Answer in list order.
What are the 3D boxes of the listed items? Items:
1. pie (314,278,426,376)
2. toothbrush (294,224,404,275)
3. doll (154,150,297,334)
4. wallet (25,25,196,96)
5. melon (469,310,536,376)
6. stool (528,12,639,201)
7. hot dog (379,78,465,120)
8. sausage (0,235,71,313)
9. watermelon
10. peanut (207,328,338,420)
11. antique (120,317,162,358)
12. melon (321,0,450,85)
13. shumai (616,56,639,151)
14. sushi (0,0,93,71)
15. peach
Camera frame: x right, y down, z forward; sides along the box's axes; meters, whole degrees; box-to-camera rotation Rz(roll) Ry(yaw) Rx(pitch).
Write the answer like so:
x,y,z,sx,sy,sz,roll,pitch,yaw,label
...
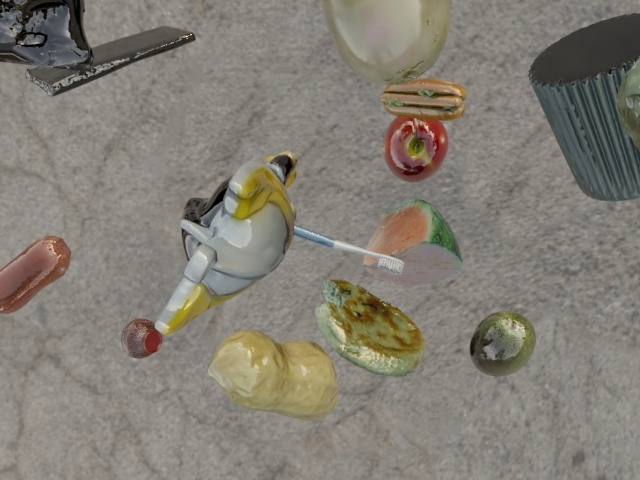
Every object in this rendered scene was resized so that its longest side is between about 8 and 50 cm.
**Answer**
x,y,z,sx,sy,sz,roll,pitch,yaw,label
0.117,0.206,1.481,0.302,0.302,0.067,43,118,24,pie
0.000,0.000,0.958,0.275,0.025,0.019,19,146,-6,toothbrush
-0.079,-0.016,0.629,0.145,0.316,0.103,-33,103,13,doll
-0.366,-0.325,1.105,0.146,0.285,0.030,27,138,46,wallet
0.305,0.178,1.061,0.099,0.099,0.162,49,157,21,melon
0.665,-0.290,1.411,0.297,0.297,0.330,-12,123,34,stool
0.250,-0.352,1.562,0.249,0.068,0.100,15,112,42,hot dog
-0.512,0.061,1.096,0.194,0.077,0.077,-34,75,18,sausage
0.255,-0.014,1.713,0.292,0.319,0.222,-23,63,38,watermelon
-0.062,0.226,1.066,0.147,0.319,0.148,-14,60,26,peanut
-0.446,0.243,1.555,0.104,0.104,0.104,3,95,34,antique
0.113,-0.431,1.120,0.223,0.223,0.317,-20,85,34,melon
0.574,-0.168,0.872,0.303,0.263,0.310,-4,124,30,shumai
-0.324,-0.306,0.679,0.151,0.152,0.172,110,157,-48,sushi
0.265,-0.267,1.761,0.189,0.226,0.196,-32,96,10,peach
